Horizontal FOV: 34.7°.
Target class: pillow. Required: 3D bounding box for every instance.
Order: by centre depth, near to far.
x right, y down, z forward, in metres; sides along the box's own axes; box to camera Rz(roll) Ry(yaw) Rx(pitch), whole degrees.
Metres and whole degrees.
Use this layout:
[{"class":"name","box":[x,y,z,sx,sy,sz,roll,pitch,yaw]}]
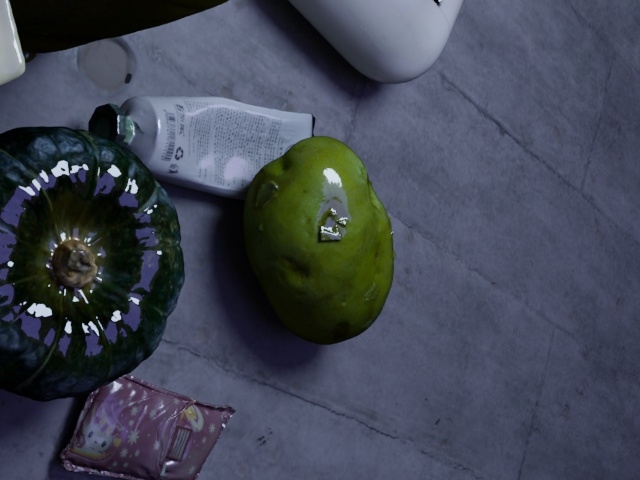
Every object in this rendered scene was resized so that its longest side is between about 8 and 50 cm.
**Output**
[{"class":"pillow","box":[-0.182,0.205,1.085,0.185,0.043,0.118,29,76,-37]}]

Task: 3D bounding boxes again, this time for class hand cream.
[{"class":"hand cream","box":[-0.111,-0.103,1.148,0.336,0.076,0.121,4,92,-50]}]

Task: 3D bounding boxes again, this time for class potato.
[{"class":"potato","box":[0.000,0.000,1.180,0.186,0.148,0.253,-41,132,-55]}]

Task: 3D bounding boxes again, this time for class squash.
[{"class":"squash","box":[-0.247,0.018,0.936,0.252,0.165,0.252,-4,95,-44]}]

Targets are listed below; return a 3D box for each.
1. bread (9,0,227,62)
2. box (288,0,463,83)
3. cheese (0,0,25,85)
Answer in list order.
[{"class":"bread","box":[-0.195,-0.279,0.835,0.251,0.376,0.208,53,54,-31]},{"class":"box","box":[0.084,-0.393,1.272,0.288,0.141,0.349,41,63,-37]},{"class":"cheese","box":[-0.351,-0.211,0.768,0.124,0.265,0.243,-16,101,-40]}]
